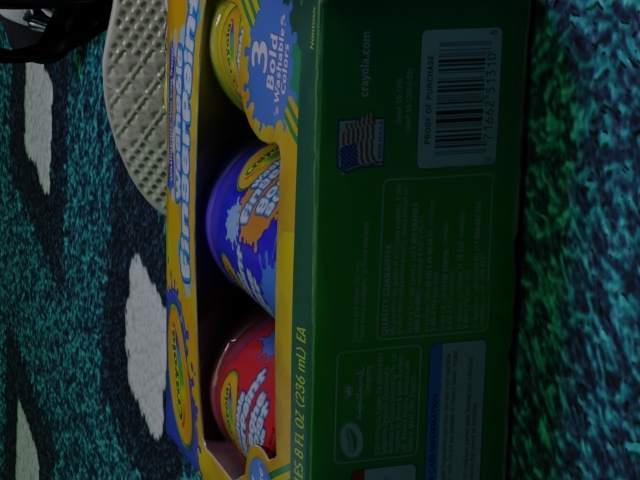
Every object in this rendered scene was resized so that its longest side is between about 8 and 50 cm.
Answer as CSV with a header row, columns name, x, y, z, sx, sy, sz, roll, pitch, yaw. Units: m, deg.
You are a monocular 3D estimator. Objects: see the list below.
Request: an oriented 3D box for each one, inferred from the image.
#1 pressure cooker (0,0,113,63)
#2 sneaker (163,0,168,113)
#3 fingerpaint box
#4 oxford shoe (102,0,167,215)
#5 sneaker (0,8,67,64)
name,x,y,z,sx,sy,sz,roll,pitch,yaw
pressure cooker,-0.333,-0.398,2.034,0.375,0.370,0.420,-168,78,-74
sneaker,-0.088,-0.196,1.698,0.147,0.145,0.384,-136,46,-56
fingerpaint box,0.000,0.000,1.459,0.371,0.163,0.444,-141,49,-64
oxford shoe,-0.129,-0.235,1.864,0.130,0.169,0.449,-44,-47,-60
sneaker,-0.337,-0.316,2.436,0.330,0.123,0.146,109,152,-50
